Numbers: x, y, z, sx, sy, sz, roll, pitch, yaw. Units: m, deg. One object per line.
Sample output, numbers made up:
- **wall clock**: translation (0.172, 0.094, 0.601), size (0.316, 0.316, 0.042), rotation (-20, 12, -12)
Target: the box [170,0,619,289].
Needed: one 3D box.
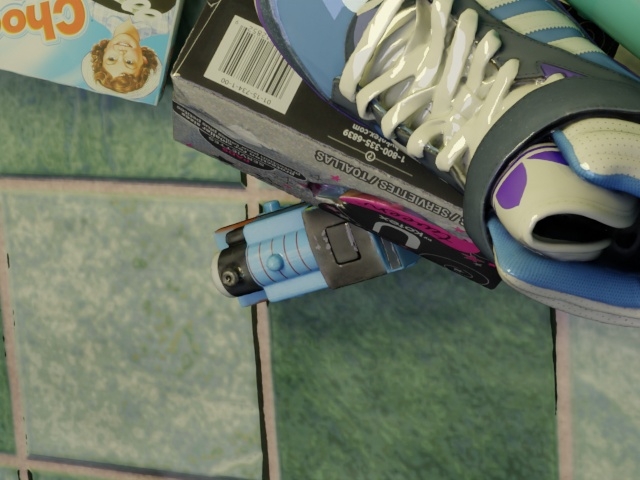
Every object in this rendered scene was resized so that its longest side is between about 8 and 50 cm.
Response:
- **box**: translation (0.044, -0.098, 1.160), size (0.247, 0.142, 0.163), rotation (25, 76, 3)

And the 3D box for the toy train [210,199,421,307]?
- **toy train**: translation (0.000, 0.000, 1.296), size (0.184, 0.105, 0.080), rotation (-16, 95, 30)

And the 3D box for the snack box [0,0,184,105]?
- **snack box**: translation (-0.256, -0.229, 1.321), size (0.322, 0.060, 0.187), rotation (13, 112, -4)

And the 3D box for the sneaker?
- **sneaker**: translation (0.094, -0.070, 0.951), size (0.323, 0.236, 0.130), rotation (33, 106, 0)

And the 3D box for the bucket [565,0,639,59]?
- **bucket**: translation (0.253, -0.212, 1.017), size (0.183, 0.281, 0.281), rotation (45, 119, 8)
